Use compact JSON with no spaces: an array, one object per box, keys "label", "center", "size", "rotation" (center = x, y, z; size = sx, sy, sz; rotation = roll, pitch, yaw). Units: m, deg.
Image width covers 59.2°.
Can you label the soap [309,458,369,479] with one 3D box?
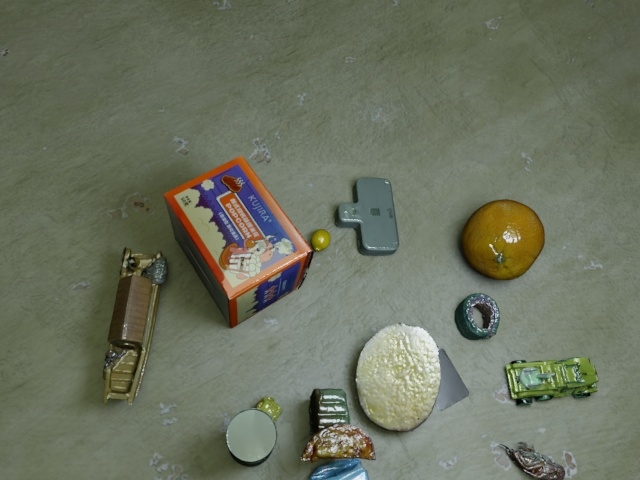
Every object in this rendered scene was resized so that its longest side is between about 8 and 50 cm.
[{"label":"soap","center":[0.080,0.727,1.469],"size":[0.156,0.077,0.293],"rotation":[-13,69,-12]}]

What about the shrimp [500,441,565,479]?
[{"label":"shrimp","center":[0.596,0.622,1.589],"size":[0.190,0.075,0.073],"rotation":[27,98,15]}]

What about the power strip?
[{"label":"power strip","center":[0.146,-0.081,1.829],"size":[0.194,0.059,0.264],"rotation":[1,67,-12]}]

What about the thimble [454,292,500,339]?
[{"label":"thimble","center":[0.480,0.233,1.724],"size":[0.119,0.090,0.135],"rotation":[4,69,-3]}]

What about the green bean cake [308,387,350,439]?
[{"label":"green bean cake","center":[0.025,0.492,1.506],"size":[0.094,0.181,0.173],"rotation":[-1,65,-9]}]

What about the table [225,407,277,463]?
[{"label":"table","center":[-0.178,0.510,1.449],"size":[0.127,0.220,0.126],"rotation":[3,65,-5]}]

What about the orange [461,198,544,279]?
[{"label":"orange","center":[0.563,0.000,1.740],"size":[0.265,0.264,0.264],"rotation":[3,67,-6]}]

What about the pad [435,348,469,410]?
[{"label":"pad","center":[0.361,0.414,1.679],"size":[0.112,0.003,0.157],"rotation":[-23,72,-16]}]

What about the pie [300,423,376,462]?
[{"label":"pie","center":[0.046,0.500,1.393],"size":[0.191,0.033,0.088],"rotation":[3,66,-13]}]

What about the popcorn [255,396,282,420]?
[{"label":"popcorn","center":[-0.143,0.471,1.561],"size":[0.083,0.068,0.059],"rotation":[37,90,-31]}]

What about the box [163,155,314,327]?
[{"label":"box","center":[-0.234,0.012,1.600],"size":[0.257,0.318,0.348],"rotation":[-30,73,-20]}]

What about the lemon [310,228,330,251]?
[{"label":"lemon","center":[0.000,0.000,1.775],"size":[0.062,0.062,0.083],"rotation":[17,66,0]}]

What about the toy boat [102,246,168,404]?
[{"label":"toy boat","center":[-0.514,0.227,1.557],"size":[0.136,0.162,0.445],"rotation":[6,67,-8]}]

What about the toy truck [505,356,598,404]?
[{"label":"toy truck","center":[0.695,0.406,1.656],"size":[0.260,0.135,0.128],"rotation":[0,68,-11]}]

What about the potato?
[{"label":"potato","center":[0.217,0.387,1.614],"size":[0.239,0.116,0.298],"rotation":[6,78,2]}]
